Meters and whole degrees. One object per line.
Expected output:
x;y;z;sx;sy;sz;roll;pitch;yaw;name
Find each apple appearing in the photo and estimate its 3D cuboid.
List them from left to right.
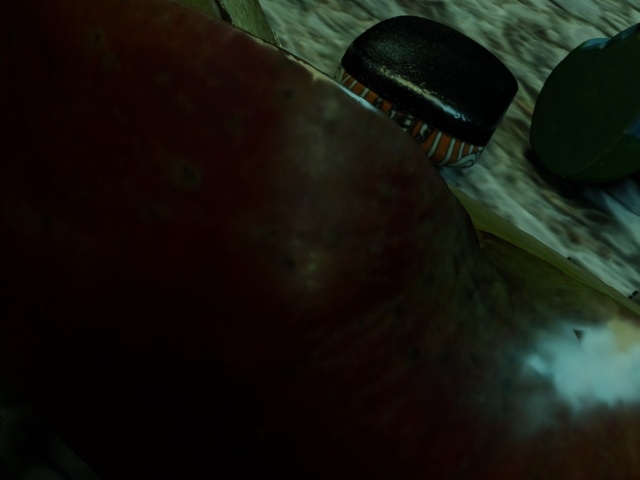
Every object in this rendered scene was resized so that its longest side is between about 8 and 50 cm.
0.000;0.000;0.544;0.295;0.328;0.365;-25;30;-16;apple

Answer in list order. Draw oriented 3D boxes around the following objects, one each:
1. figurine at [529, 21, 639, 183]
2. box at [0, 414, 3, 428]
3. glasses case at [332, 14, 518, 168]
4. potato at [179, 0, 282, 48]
0.280;-0.115;0.898;0.234;0.185;0.127;-7;66;-27;figurine
-0.261;0.042;0.565;0.141;0.064;0.220;-19;55;-38;box
0.075;-0.102;0.824;0.103;0.067;0.267;30;18;5;glasses case
-0.095;-0.128;0.786;0.117;0.182;0.202;-22;51;6;potato
